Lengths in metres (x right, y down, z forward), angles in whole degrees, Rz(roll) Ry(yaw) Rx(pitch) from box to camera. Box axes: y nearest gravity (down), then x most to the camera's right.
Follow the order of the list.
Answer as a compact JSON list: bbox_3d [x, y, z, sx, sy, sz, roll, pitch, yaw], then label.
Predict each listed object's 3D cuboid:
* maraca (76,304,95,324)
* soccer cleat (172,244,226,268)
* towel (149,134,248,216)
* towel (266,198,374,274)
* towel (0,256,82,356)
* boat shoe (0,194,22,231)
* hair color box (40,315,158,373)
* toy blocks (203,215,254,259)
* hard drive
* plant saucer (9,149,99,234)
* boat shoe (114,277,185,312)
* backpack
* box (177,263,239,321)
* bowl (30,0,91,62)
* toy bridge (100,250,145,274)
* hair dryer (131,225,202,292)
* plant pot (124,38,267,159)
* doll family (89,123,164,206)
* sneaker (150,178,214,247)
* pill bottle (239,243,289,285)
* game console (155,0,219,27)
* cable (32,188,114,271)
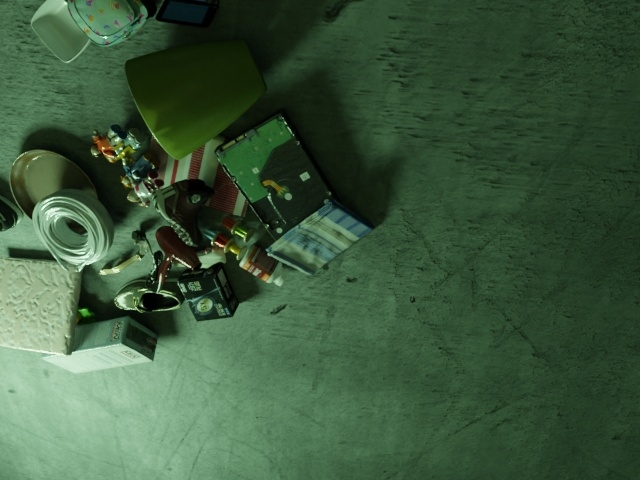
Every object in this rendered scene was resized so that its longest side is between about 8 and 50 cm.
[{"bbox_3d":[-0.946,0.278,1.874,0.185,0.099,0.127,10,134,-8],"label":"maraca"},{"bbox_3d":[-0.412,0.068,1.672,0.196,0.068,0.076,-13,120,14],"label":"soccer cleat"},{"bbox_3d":[-0.359,-0.223,1.511,0.328,0.037,0.237,19,119,-3],"label":"towel"},{"bbox_3d":[0.000,0.000,1.527,0.285,0.034,0.209,-36,135,26],"label":"towel"},{"bbox_3d":[-1.023,0.233,1.799,0.316,0.053,0.332,5,89,9],"label":"towel"},{"bbox_3d":[-1.164,-0.143,1.669,0.302,0.091,0.114,32,120,-9],"label":"boat shoe"},{"bbox_3d":[-0.830,0.400,1.877,0.374,0.114,0.185,-12,144,17],"label":"hair color box"},{"bbox_3d":[-0.301,-0.023,1.604,0.148,0.054,0.123,29,113,9],"label":"toy blocks"},{"bbox_3d":[-0.119,-0.181,1.453,0.236,0.064,0.339,-27,116,16],"label":"hard drive"},{"bbox_3d":[-0.861,-0.157,1.632,0.310,0.050,0.311,4,120,7],"label":"plant saucer"},{"bbox_3d":[-0.610,0.203,1.770,0.304,0.091,0.109,-9,118,15],"label":"boat shoe"},{"bbox_3d":[-0.541,-0.592,1.267,0.188,0.144,0.166,-26,118,26],"label":"backpack"},{"bbox_3d":[-0.387,0.182,1.726,0.147,0.078,0.180,-8,118,16],"label":"box"},{"bbox_3d":[-0.693,-0.577,1.353,0.142,0.053,0.142,-30,110,23],"label":"bowl"},{"bbox_3d":[-0.701,0.087,1.736,0.188,0.063,0.026,-21,114,20],"label":"toy bridge"},{"bbox_3d":[-0.492,0.060,1.631,0.293,0.080,0.224,-1,109,38],"label":"hair dryer"},{"bbox_3d":[-0.298,-0.395,1.291,0.293,0.275,0.275,-23,115,3],"label":"plant pot"},{"bbox_3d":[-0.565,-0.229,1.486,0.163,0.118,0.263,-25,107,33],"label":"doll family"},{"bbox_3d":[-0.379,-0.088,1.511,0.162,0.106,0.281,-31,152,-4],"label":"sneaker"},{"bbox_3d":[-0.181,0.084,1.626,0.152,0.086,0.086,32,120,-8],"label":"pill bottle"},{"bbox_3d":[-0.336,-0.613,1.247,0.143,0.085,0.124,10,121,4],"label":"game console"},{"bbox_3d":[-0.792,-0.042,1.608,0.257,0.089,0.257,-23,113,21],"label":"cable"}]
